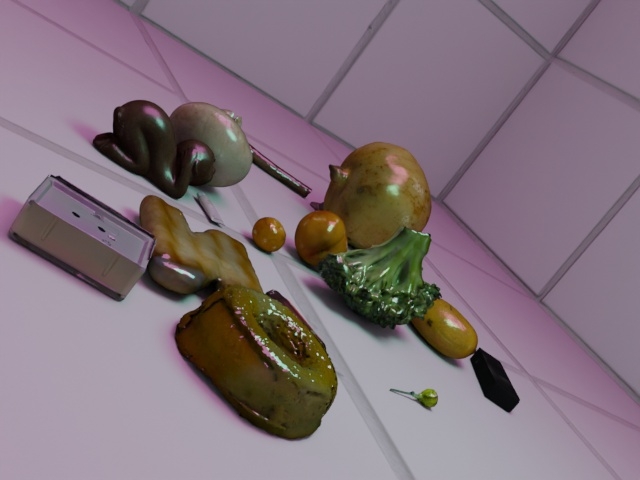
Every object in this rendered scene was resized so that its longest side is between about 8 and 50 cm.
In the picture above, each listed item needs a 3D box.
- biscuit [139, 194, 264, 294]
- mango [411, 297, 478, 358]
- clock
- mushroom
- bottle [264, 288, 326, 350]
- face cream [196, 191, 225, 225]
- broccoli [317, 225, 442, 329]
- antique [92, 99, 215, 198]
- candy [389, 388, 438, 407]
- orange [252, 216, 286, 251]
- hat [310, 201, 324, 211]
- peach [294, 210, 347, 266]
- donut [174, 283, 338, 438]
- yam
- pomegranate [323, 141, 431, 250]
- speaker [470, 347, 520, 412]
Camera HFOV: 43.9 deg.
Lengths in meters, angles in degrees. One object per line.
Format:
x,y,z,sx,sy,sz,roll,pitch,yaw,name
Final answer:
-0.214,0.033,1.413,0.237,0.062,0.290,29,16,-29,biscuit
0.296,0.200,2.028,0.262,0.108,0.157,43,19,29,mango
-0.351,-0.007,1.188,0.192,0.071,0.147,33,14,-16,clock
-0.258,-0.232,1.875,0.226,0.226,0.178,36,55,-3,mushroom
-0.055,0.153,1.430,0.060,0.060,0.164,21,20,-48,bottle
-0.246,-0.069,1.763,0.038,0.020,0.115,25,21,-43,face cream
0.149,0.066,1.823,0.248,0.245,0.288,33,6,26,broccoli
-0.340,-0.199,1.711,0.257,0.143,0.121,35,12,-19,antique
0.185,0.306,1.582,0.123,0.035,0.035,19,18,-30,candy
-0.117,-0.013,1.792,0.083,0.070,0.083,42,20,-19,orange
0.009,-0.107,2.468,0.058,0.042,0.087,25,18,-42,hat
0.000,0.000,1.915,0.138,0.138,0.138,35,14,-10,peach
-0.081,0.171,1.206,0.272,0.107,0.272,35,15,-11,donut
-0.168,-0.238,2.467,0.327,0.045,0.045,35,-18,-12,yam
0.153,-0.127,2.341,0.343,0.342,0.342,35,14,-10,pomegranate
0.442,0.352,2.020,0.082,0.044,0.218,35,14,-8,speaker
